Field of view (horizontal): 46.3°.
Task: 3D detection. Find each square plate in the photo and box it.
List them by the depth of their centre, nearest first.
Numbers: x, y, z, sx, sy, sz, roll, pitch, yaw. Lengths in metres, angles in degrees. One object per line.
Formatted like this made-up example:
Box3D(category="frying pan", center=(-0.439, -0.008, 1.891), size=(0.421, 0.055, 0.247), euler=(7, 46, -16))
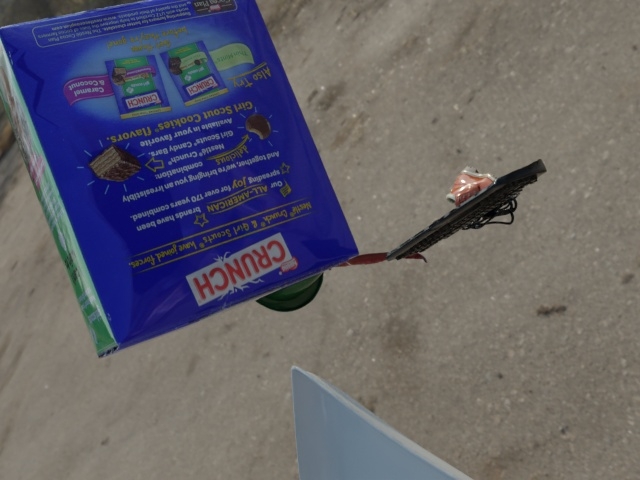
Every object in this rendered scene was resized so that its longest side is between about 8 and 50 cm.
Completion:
Box3D(category="square plate", center=(0.099, 0.360, 0.967), size=(0.049, 0.347, 0.344), euler=(-28, 39, -35))

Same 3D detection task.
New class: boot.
Box3D(category="boot", center=(0.302, -0.088, 1.433), size=(0.085, 0.059, 0.158), euler=(-48, 23, -5))

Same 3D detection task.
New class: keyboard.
Box3D(category="keyboard", center=(0.147, -0.018, 0.713), size=(0.100, 0.038, 0.192), euler=(-25, -7, -32))

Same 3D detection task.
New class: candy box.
Box3D(category="candy box", center=(-0.148, -0.076, 0.771), size=(0.268, 0.317, 0.122), euler=(-20, -5, -26))

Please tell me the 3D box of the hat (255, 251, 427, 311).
Box3D(category="hat", center=(0.000, 0.000, 1.102), size=(0.183, 0.208, 0.173), euler=(-23, 86, 45))
